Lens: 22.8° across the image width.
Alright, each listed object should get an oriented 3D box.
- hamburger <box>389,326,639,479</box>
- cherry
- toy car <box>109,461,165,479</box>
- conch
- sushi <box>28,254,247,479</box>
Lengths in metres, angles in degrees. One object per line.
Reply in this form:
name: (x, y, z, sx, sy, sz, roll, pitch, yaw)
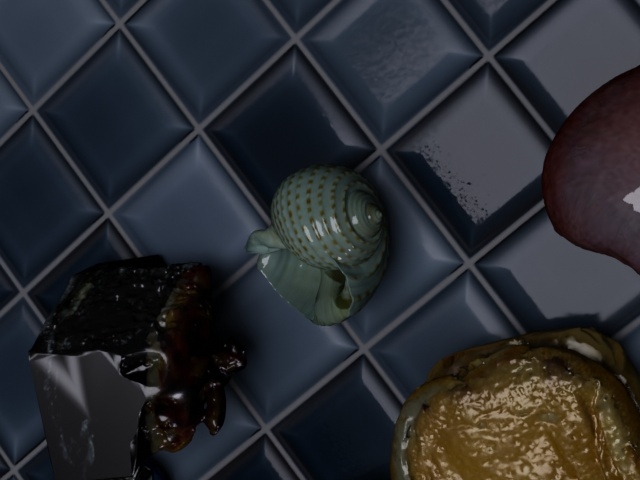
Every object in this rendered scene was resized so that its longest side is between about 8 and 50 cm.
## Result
hamburger: (0.227, 0.247, 1.719, 0.319, 0.158, 0.318, 3, 97, 21)
cherry: (0.350, -0.076, 1.606, 0.239, 0.206, 0.239, 5, 99, 35)
toy car: (-0.252, 0.367, 1.985, 0.103, 0.063, 0.216, 25, 111, 19)
conch: (0.009, -0.006, 1.799, 0.172, 0.131, 0.200, 59, 156, -17)
sushi: (-0.201, 0.138, 1.851, 0.212, 0.227, 0.215, -10, 98, 17)
